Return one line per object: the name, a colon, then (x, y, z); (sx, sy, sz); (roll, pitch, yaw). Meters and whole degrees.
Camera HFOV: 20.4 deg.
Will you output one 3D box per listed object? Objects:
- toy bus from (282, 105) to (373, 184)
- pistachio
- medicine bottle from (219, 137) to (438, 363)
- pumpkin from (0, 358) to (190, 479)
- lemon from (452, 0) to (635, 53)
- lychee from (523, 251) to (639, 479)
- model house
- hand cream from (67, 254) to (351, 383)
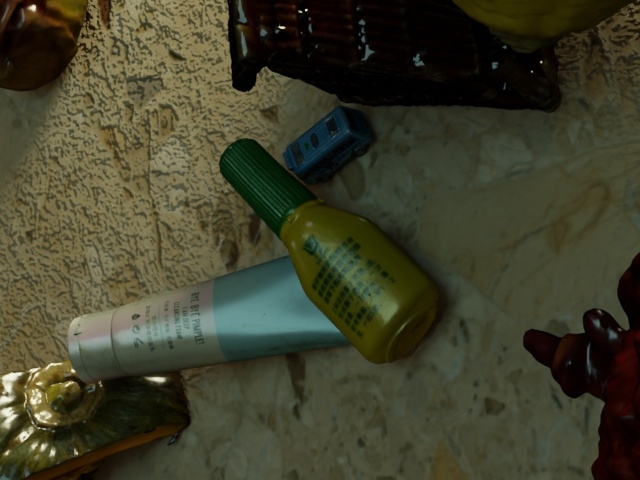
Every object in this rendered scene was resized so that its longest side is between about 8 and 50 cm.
toy bus: (0.006, -0.089, 1.680); (0.083, 0.046, 0.038); (-37, 59, 29)
pistachio: (-0.315, -0.256, 1.951); (0.210, 0.130, 0.165); (-59, 10, 14)
medicine bottle: (0.000, 0.000, 1.625); (0.260, 0.064, 0.095); (45, 111, 26)
pumpkin: (-0.270, 0.216, 1.827); (0.280, 0.190, 0.139); (-17, 58, -11)
lemon: (0.174, -0.335, 1.336); (0.350, 0.350, 0.387); (27, 120, 41)
lychee: (0.348, 0.126, 1.084); (0.500, 0.424, 0.425); (7, 85, 30)
model house: (0.027, -0.261, 1.542); (0.297, 0.282, 0.317); (-13, 72, 39)
hand cream: (-0.089, 0.072, 1.698); (0.312, 0.070, 0.111); (-12, 69, 19)
